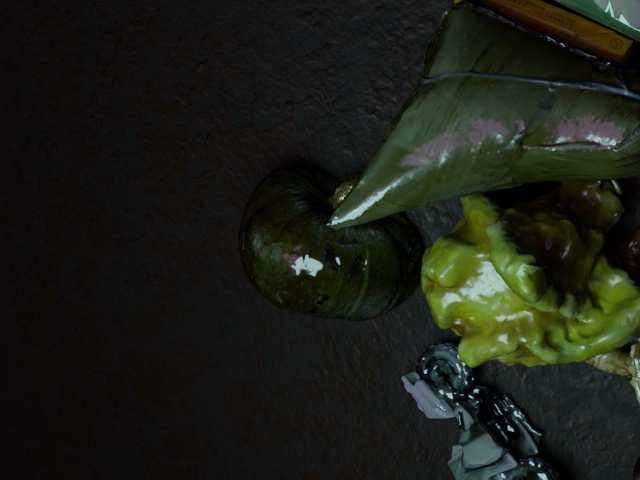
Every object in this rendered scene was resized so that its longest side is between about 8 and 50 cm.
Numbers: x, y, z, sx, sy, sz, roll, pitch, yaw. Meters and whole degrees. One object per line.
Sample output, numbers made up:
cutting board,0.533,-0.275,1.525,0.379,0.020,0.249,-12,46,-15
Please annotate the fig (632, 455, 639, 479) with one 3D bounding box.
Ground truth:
fig,0.570,0.395,1.608,0.274,0.170,0.145,61,170,-22

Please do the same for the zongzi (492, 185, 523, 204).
zongzi,0.328,-0.119,1.633,0.204,0.094,0.205,20,112,30

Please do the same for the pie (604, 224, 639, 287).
pie,0.449,0.044,1.643,0.170,0.034,0.092,-40,77,31

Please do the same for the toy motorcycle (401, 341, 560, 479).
toy motorcycle,0.243,0.332,1.777,0.188,0.143,0.327,-47,70,31

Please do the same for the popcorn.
popcorn,0.304,0.065,1.544,0.325,0.321,0.290,24,128,13

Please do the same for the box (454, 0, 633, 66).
box,0.318,-0.286,1.582,0.269,0.043,0.152,29,160,21

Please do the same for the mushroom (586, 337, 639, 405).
mushroom,0.515,0.169,1.589,0.208,0.302,0.233,-43,106,3

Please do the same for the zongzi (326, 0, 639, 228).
zongzi,0.250,-0.108,1.460,0.356,0.174,0.393,26,72,25

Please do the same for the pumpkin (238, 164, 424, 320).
pumpkin,0.000,0.000,1.788,0.325,0.232,0.242,27,112,18

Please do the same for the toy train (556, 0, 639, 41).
toy train,0.437,-0.340,1.482,0.326,0.159,0.129,33,114,21
